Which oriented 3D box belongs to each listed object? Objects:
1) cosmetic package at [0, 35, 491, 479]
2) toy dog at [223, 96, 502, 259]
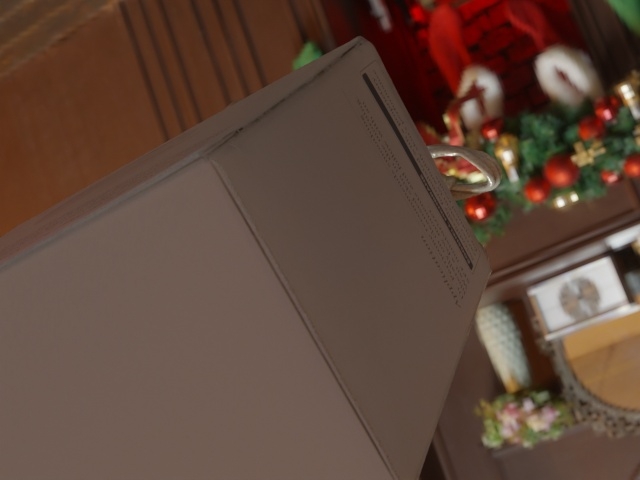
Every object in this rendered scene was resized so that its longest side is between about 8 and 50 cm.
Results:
[{"bbox_3d":[-0.066,0.040,0.492,0.224,0.138,0.225,-26,-171,22],"label":"cosmetic package"},{"bbox_3d":[0.000,0.000,1.122,0.333,0.161,0.220,14,150,5],"label":"toy dog"}]
